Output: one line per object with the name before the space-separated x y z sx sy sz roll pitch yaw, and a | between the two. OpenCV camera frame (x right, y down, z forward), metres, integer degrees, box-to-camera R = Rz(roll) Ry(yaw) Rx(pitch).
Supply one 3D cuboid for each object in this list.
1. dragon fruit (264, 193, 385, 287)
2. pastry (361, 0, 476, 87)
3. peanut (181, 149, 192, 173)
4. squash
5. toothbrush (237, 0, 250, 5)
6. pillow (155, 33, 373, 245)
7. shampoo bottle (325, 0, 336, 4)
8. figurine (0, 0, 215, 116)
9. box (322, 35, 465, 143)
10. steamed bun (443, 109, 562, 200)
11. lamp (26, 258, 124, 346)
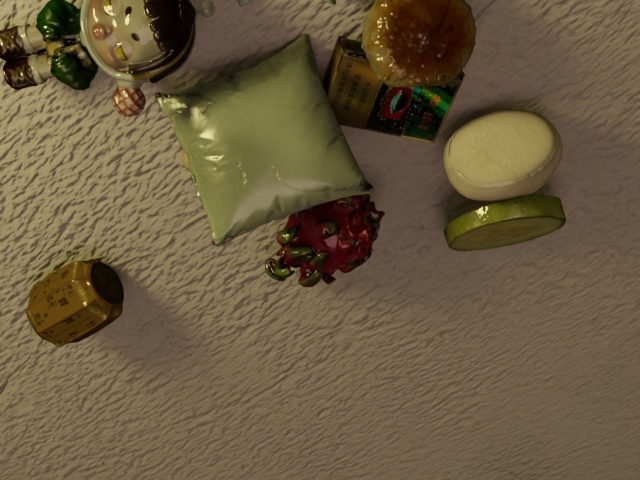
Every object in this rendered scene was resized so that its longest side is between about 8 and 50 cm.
dragon fruit | 0.009 0.002 1.879 0.198 0.218 0.272 33 135 13
pastry | 0.172 -0.353 1.591 0.193 0.093 0.182 6 97 -14
peanut | -0.157 -0.137 1.776 0.237 0.110 0.120 17 136 -20
squash | 0.380 -0.030 1.907 0.252 0.048 0.252 -11 166 -3
toothbrush | -0.061 -0.455 1.563 0.193 0.013 0.019 -27 121 17
pillow | -0.104 -0.177 1.659 0.313 0.119 0.310 -22 90 1
shampoo bottle | 0.064 -0.482 1.526 0.065 0.065 0.204 23 126 -25
figurine | -0.364 -0.343 1.531 0.370 0.167 0.281 -12 103 15
box | 0.127 -0.280 1.710 0.240 0.071 0.159 9 128 -14
steamed bun | 0.357 -0.158 1.787 0.228 0.177 0.130 -20 153 4
lamp | -0.521 0.132 1.945 0.185 0.161 0.161 -30 129 21
